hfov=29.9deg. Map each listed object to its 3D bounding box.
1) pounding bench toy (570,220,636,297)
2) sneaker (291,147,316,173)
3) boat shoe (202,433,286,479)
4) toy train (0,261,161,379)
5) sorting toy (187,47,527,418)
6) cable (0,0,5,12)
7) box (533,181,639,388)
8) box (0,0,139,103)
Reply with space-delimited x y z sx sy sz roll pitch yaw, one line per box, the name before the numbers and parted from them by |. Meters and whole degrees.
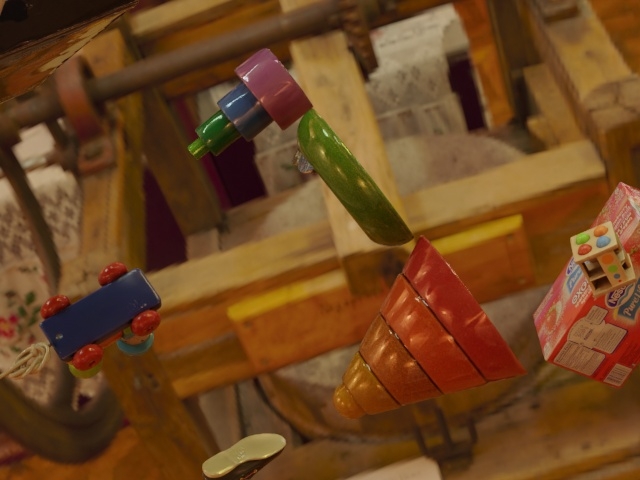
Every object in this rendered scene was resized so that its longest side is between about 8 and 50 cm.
pounding bench toy | 0.325 0.011 1.396 0.052 0.065 0.083 -25 27 19
sneaker | -0.008 -0.143 2.145 0.052 0.058 0.135 -66 15 8
boat shoe | -0.108 0.313 1.700 0.133 0.042 0.049 -22 39 -30
toy train | -0.329 0.145 1.603 0.248 0.143 0.105 -31 68 -18
sorting toy | 0.000 0.000 0.906 0.126 0.127 0.365 -39 55 2
cable | -0.233 -0.182 0.703 0.257 0.089 0.257 -25 55 58
box | 0.423 0.064 1.695 0.128 0.256 0.122 20 28 -13
box | -0.435 -0.231 1.318 0.343 0.179 0.312 -32 6 -36
